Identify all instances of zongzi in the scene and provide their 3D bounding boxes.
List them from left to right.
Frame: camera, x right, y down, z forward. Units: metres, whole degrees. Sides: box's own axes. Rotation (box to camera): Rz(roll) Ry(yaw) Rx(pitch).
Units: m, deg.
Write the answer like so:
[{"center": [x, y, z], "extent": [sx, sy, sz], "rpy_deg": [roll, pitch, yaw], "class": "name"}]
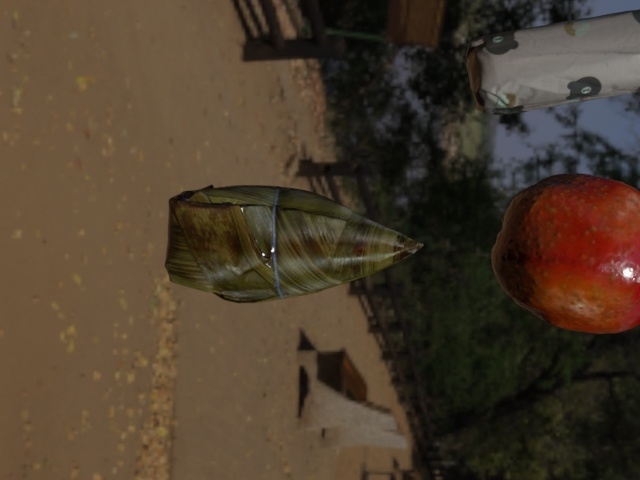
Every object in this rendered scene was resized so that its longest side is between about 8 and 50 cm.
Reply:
[{"center": [0.000, 0.000, 1.140], "extent": [0.286, 0.300, 0.138], "rpy_deg": [-9, 98, -71], "class": "zongzi"}]

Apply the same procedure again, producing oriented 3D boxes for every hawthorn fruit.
[{"center": [0.343, 0.021, 1.174], "extent": [0.205, 0.253, 0.205], "rpy_deg": [-36, 134, -50], "class": "hawthorn fruit"}]

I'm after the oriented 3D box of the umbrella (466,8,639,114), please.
[{"center": [0.299, -0.170, 0.840], "extent": [0.067, 0.337, 0.073], "rpy_deg": [-13, 94, -85], "class": "umbrella"}]
